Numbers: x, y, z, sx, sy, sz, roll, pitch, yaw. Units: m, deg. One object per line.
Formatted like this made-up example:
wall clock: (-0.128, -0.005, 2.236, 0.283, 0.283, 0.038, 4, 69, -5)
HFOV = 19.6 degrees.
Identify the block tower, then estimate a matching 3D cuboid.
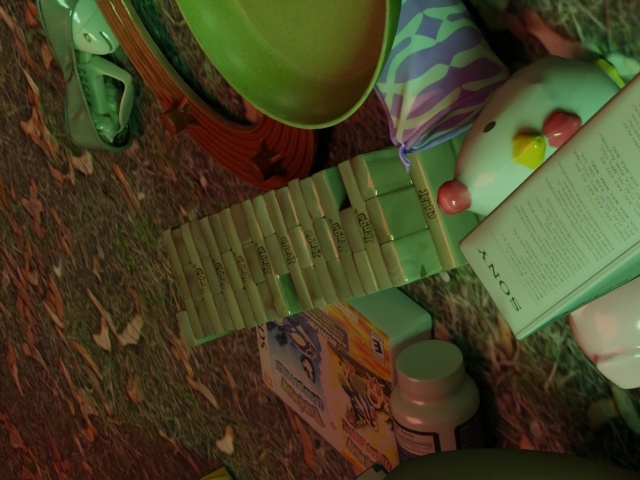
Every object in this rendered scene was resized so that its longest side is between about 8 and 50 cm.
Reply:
block tower: (0.000, 0.000, 1.309, 0.335, 0.091, 0.097, -22, 86, 58)

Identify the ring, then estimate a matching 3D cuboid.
ring: (-0.117, -0.177, 1.443, 0.336, 0.032, 0.336, 45, 157, 25)

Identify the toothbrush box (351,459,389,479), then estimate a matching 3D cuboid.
toothbrush box: (0.074, 0.335, 1.450, 0.216, 0.126, 0.295, 50, 169, 25)

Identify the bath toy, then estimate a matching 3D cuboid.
bath toy: (0.185, 0.056, 1.017, 0.348, 0.129, 0.151, 59, 153, 10)

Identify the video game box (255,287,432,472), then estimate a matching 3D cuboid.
video game box: (0.016, 0.089, 1.485, 0.205, 0.048, 0.187, 38, 148, 43)

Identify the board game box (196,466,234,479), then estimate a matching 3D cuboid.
board game box: (-0.183, 0.520, 1.938, 0.356, 0.356, 0.356, 56, 155, 16)

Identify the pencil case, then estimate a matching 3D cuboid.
pencil case: (0.035, -0.151, 1.147, 0.206, 0.088, 0.086, 57, 174, 14)

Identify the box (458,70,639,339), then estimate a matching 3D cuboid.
box: (0.209, -0.075, 0.709, 0.058, 0.232, 0.322, 60, 156, 8)

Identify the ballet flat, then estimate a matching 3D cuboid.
ballet flat: (-0.200, -0.168, 1.647, 0.068, 0.072, 0.213, 16, 136, 22)

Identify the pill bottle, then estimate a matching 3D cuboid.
pill bottle: (0.087, 0.135, 1.364, 0.067, 0.067, 0.120, 34, 143, 47)

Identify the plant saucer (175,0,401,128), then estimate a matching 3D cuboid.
plant saucer: (-0.024, -0.185, 1.096, 0.241, 0.037, 0.241, 35, 137, 40)

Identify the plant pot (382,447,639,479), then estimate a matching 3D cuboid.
plant pot: (0.172, 0.251, 1.131, 0.191, 0.284, 0.284, -18, 100, 29)
